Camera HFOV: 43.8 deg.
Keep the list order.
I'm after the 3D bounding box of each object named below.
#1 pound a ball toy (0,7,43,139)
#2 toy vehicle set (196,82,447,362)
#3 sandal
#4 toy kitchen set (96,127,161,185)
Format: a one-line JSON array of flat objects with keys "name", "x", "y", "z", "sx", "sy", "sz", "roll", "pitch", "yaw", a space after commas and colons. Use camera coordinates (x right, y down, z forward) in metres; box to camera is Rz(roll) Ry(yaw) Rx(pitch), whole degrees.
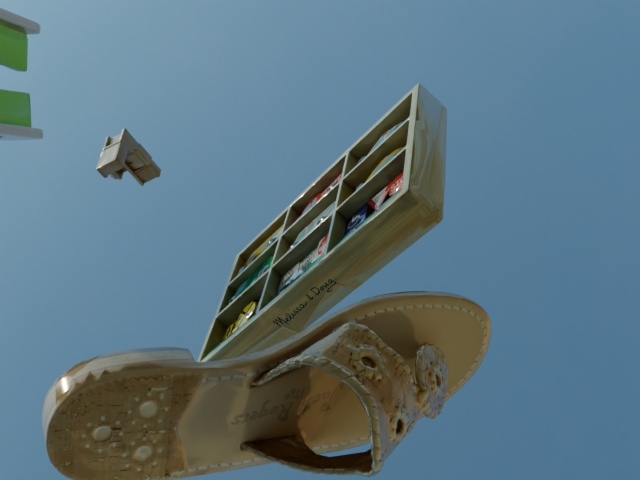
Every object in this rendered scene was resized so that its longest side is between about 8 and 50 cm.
[{"name": "pound a ball toy", "x": -0.377, "y": -0.118, "z": 0.706, "sx": 0.135, "sy": 0.319, "sz": 0.208, "roll": 1, "pitch": -85, "yaw": 8}, {"name": "toy vehicle set", "x": 0.000, "y": 0.000, "z": 0.680, "sx": 0.035, "sy": 0.267, "sz": 0.166, "roll": 37, "pitch": -147, "yaw": -18}, {"name": "sandal", "x": -0.002, "y": 0.086, "z": 0.376, "sx": 0.240, "sy": 0.079, "sz": 0.088, "roll": -6, "pitch": -67, "yaw": -23}, {"name": "toy kitchen set", "x": -0.276, "y": -0.092, "z": 1.096, "sx": 0.068, "sy": 0.083, "sz": 0.075, "roll": -22, "pitch": -141, "yaw": 19}]
